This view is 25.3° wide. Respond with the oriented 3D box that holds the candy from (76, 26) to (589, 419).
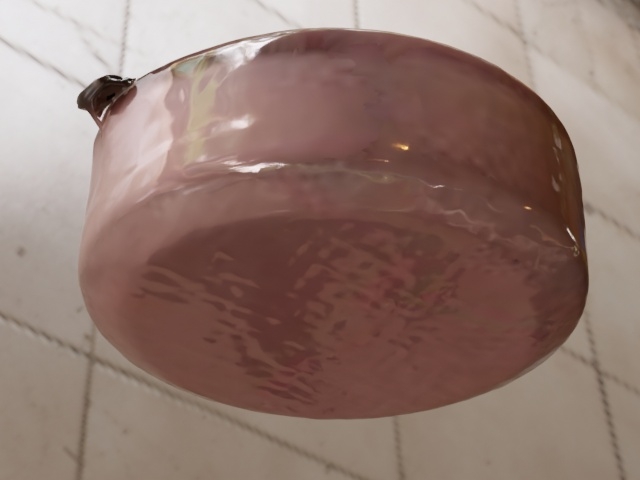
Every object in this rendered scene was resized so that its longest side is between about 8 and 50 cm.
[{"bbox_3d":[0.000,0.000,0.684,0.255,0.255,0.094,24,51,-32],"label":"candy"}]
